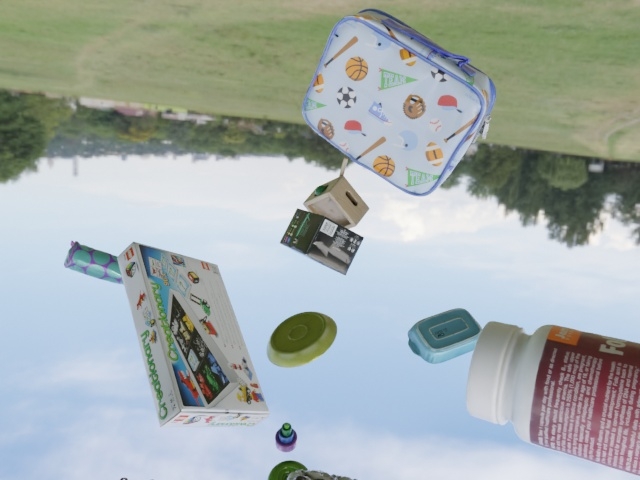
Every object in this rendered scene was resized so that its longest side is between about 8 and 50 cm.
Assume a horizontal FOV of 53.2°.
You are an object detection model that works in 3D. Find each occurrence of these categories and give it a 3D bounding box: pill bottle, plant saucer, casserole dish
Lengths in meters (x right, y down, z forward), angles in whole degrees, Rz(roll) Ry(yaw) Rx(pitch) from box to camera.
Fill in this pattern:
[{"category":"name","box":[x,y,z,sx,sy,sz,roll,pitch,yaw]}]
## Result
[{"category":"pill bottle","box":[0.479,0.277,1.144,0.392,0.224,0.224,11,-169,28]},{"category":"plant saucer","box":[-0.066,0.300,2.015,0.241,0.037,0.241,-17,-150,10]},{"category":"casserole dish","box":[0.289,0.210,1.457,0.189,0.037,0.114,-16,-131,-20]}]

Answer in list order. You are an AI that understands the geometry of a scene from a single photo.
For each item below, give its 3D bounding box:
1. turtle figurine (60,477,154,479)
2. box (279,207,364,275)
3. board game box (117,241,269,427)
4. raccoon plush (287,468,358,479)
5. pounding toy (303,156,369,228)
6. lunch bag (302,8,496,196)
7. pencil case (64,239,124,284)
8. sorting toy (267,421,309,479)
[{"category":"turtle figurine","box":[-0.464,0.599,1.499,0.270,0.087,0.217,10,168,31]},{"category":"box","box":[0.000,0.000,0.768,0.062,0.052,0.083,28,176,-26]},{"category":"board game box","box":[-0.207,0.153,1.038,0.193,0.053,0.305,21,-143,-50]},{"category":"raccoon plush","box":[-0.047,0.677,1.290,0.216,0.446,0.299,16,-155,10]},{"category":"pounding toy","box":[0.042,-0.107,1.581,0.130,0.141,0.100,-19,-154,50]},{"category":"lunch bag","box":[0.133,-0.233,1.070,0.303,0.243,0.115,34,-147,9]},{"category":"pencil case","box":[-0.491,0.051,1.436,0.152,0.064,0.070,21,-136,-26]},{"category":"sorting toy","box":[-0.081,0.655,1.736,0.127,0.126,0.365,-3,-136,-6]}]
